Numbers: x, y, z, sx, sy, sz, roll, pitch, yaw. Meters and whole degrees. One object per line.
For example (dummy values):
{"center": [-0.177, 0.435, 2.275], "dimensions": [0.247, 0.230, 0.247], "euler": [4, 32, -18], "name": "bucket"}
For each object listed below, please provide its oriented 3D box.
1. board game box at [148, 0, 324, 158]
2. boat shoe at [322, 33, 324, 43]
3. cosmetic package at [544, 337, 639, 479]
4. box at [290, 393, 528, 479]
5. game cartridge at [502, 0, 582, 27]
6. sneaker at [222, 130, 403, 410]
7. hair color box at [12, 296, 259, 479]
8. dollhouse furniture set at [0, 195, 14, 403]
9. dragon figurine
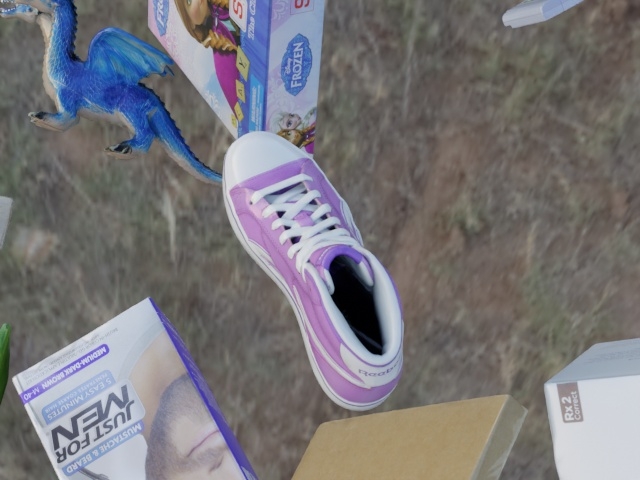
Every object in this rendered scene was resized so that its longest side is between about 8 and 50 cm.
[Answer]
{"center": [-0.094, -0.288, 1.713], "dimensions": [0.066, 0.319, 0.318], "euler": [-14, 40, -23], "name": "board game box"}
{"center": [-0.108, -0.288, 1.994], "dimensions": [0.257, 0.095, 0.095], "euler": [11, 45, 35], "name": "boat shoe"}
{"center": [0.314, 0.176, 1.532], "dimensions": [0.151, 0.183, 0.151], "euler": [-9, 96, 25], "name": "cosmetic package"}
{"center": [0.012, 0.173, 0.851], "dimensions": [0.021, 0.164, 0.201], "euler": [43, 57, -22], "name": "box"}
{"center": [0.188, -0.191, 1.292], "dimensions": [0.083, 0.056, 0.017], "euler": [-33, 109, -31], "name": "game cartridge"}
{"center": [0.001, 0.000, 1.450], "dimensions": [0.102, 0.161, 0.282], "euler": [-26, 72, -13], "name": "sneaker"}
{"center": [-0.182, 0.253, 1.814], "dimensions": [0.185, 0.110, 0.339], "euler": [-31, 65, -1], "name": "hair color box"}
{"center": [-0.361, 0.098, 1.564], "dimensions": [0.151, 0.301, 0.197], "euler": [11, 53, -5], "name": "dollhouse furniture set"}
{"center": [-0.192, -0.157, 1.609], "dimensions": [0.289, 0.085, 0.144], "euler": [22, 86, -4], "name": "dragon figurine"}
